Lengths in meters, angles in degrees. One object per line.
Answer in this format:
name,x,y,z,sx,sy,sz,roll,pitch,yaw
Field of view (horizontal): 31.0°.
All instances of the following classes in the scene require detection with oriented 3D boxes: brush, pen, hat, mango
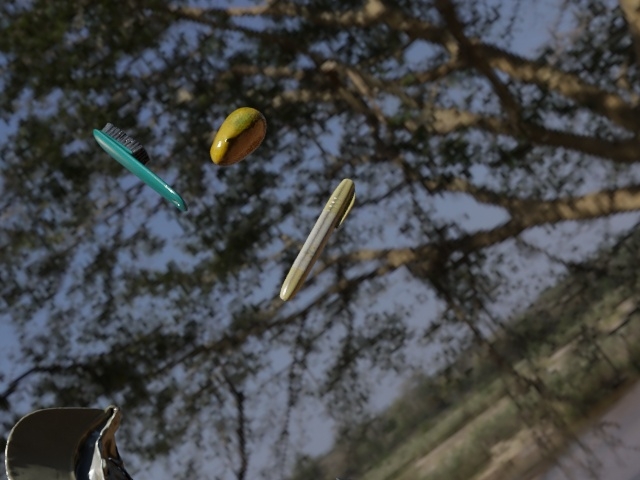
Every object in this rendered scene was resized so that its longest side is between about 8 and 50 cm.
brush,-0.205,-0.089,1.357,0.032,0.193,0.043,-43,-39,-16
pen,0.000,0.000,1.858,0.233,0.040,0.032,-62,-1,-19
hat,-0.393,0.378,1.849,0.244,0.214,0.149,3,-40,-27
mango,-0.120,-0.148,1.679,0.114,0.057,0.079,-51,-10,-44

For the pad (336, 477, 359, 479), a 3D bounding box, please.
pad,0.159,0.477,2.130,0.243,0.163,0.004,18,-88,-48
